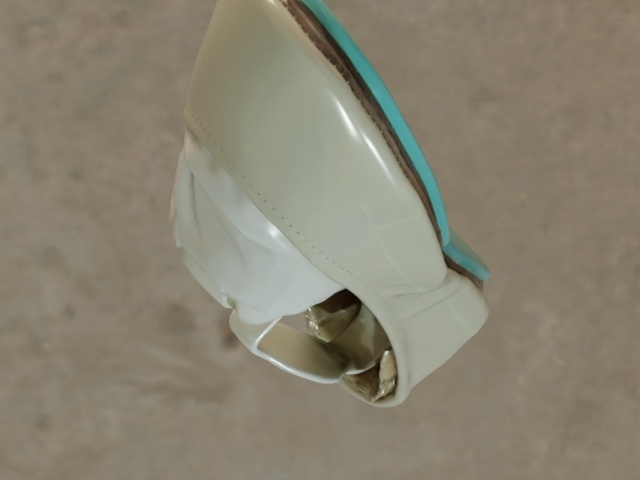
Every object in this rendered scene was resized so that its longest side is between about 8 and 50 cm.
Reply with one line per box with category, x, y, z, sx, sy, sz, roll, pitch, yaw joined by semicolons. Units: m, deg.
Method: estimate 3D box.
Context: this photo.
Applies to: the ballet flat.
ballet flat;0.000;0.000;0.587;0.086;0.086;0.248;-66;159;-11
